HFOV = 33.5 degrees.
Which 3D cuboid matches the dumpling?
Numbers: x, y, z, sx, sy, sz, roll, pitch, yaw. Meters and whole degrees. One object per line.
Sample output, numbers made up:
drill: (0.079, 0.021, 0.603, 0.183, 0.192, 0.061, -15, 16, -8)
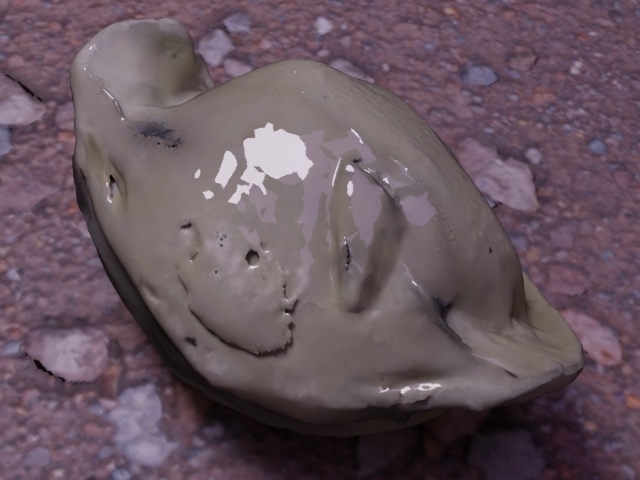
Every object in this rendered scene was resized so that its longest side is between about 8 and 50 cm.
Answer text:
dumpling: (0.000, 0.000, 0.625, 0.318, 0.187, 0.243, 36, 17, 10)
